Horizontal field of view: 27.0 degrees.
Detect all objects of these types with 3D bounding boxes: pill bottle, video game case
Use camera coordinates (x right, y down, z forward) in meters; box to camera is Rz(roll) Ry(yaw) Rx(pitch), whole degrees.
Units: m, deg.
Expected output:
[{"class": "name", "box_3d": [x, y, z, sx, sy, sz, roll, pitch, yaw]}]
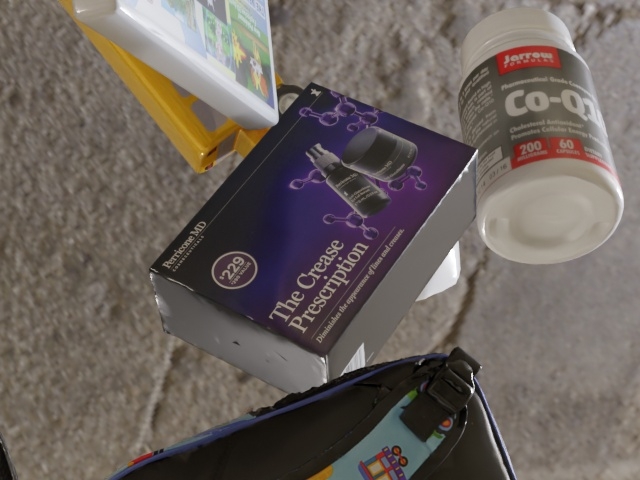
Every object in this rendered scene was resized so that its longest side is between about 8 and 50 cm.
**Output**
[{"class": "pill bottle", "box_3d": [0.242, -0.127, 1.525, 0.161, 0.283, 0.161, -2, 139, -2]}, {"class": "video game case", "box_3d": [-0.108, -0.261, 0.990, 0.036, 0.300, 0.329, -8, 170, 14]}]

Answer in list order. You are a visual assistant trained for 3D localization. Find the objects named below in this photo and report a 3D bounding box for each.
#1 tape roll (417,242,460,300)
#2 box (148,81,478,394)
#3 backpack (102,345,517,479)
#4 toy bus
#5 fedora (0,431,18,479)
[{"class": "tape roll", "box_3d": [0.029, 0.002, 1.629, 0.286, 0.286, 0.100, -12, 106, -26]}, {"class": "box", "box_3d": [0.000, 0.000, 1.195, 0.261, 0.184, 0.103, -52, 152, -31]}, {"class": "backpack", "box_3d": [-0.009, 0.137, 0.477, 0.173, 0.158, 0.117, -18, 169, -16]}, {"class": "toy bus", "box_3d": [-0.140, -0.193, 1.442, 0.130, 0.332, 0.108, -38, 176, -15]}, {"class": "fedora", "box_3d": [-0.364, 0.234, 0.973, 0.152, 0.334, 0.334, 10, 115, -57]}]
